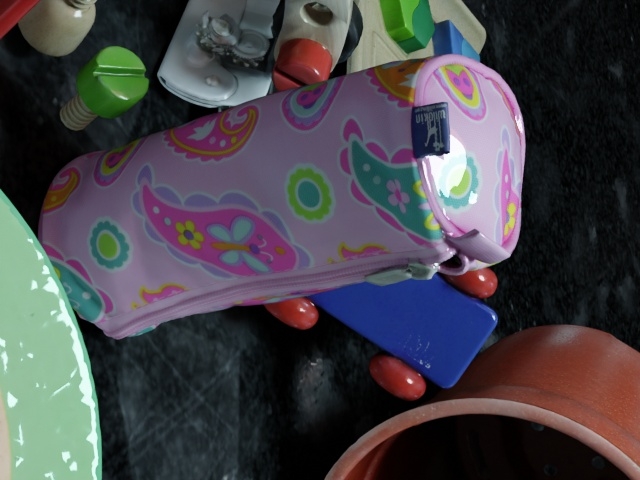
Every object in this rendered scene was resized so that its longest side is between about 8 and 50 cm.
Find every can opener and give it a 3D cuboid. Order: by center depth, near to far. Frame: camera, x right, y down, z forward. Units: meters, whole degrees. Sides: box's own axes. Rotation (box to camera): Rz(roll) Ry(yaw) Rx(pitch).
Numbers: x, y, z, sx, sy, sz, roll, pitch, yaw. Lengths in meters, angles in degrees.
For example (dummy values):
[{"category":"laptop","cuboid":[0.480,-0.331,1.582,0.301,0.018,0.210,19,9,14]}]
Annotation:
[{"category":"can opener","cuboid":[-0.045,-0.184,1.149,0.093,0.074,0.280,98,7,-55]}]

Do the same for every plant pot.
[{"category":"plant pot","cuboid":[0.158,0.196,1.199,0.265,0.272,0.272,-41,117,-65]}]

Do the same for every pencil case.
[{"category":"pencil case","cuboid":[-0.023,-0.019,0.906,0.124,0.284,0.124,22,63,-51]}]

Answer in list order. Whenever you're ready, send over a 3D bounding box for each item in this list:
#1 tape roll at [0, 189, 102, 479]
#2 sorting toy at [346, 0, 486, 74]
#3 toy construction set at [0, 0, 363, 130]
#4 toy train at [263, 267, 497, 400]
[{"category":"tape roll","cuboid":[-0.238,0.088,0.597,0.321,0.077,0.321,4,83,-34]},{"category":"sorting toy","cuboid":[0.062,-0.154,1.329,0.307,0.041,0.229,41,48,-47]},{"category":"toy construction set","cuboid":[-0.044,-0.208,0.929,0.257,0.237,0.309,52,46,-6]},{"category":"toy train","cuboid":[0.000,0.000,1.129,0.248,0.105,0.143,34,6,-4]}]
